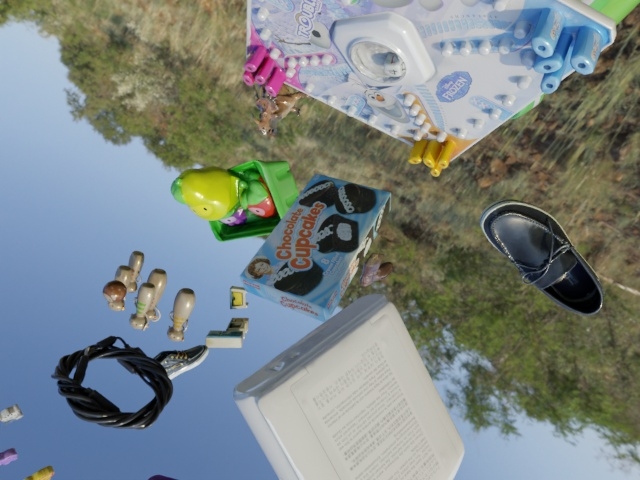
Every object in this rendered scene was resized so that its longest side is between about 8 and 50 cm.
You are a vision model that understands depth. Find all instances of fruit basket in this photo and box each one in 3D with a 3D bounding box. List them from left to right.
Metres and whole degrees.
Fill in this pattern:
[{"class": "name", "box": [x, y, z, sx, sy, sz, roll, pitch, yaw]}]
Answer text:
[{"class": "fruit basket", "box": [-0.300, -0.131, 1.528, 0.392, 0.393, 0.282, -116, 6, -77]}]

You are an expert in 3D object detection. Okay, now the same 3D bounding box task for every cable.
[{"class": "cable", "box": [-0.320, 0.221, 0.718, 0.184, 0.047, 0.151, 38, -158, 26]}]

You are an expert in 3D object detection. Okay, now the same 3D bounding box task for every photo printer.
[{"class": "photo printer", "box": [0.058, 0.267, 0.642, 0.107, 0.256, 0.307, -13, 107, 62]}]

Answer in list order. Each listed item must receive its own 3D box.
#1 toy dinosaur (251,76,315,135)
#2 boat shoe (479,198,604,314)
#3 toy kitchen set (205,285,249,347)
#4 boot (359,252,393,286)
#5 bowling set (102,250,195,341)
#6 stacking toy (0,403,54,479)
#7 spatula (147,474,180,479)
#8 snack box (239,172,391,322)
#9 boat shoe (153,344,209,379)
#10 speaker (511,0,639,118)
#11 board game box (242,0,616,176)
[{"class": "toy dinosaur", "box": [-0.152, -0.475, 1.477, 0.201, 0.127, 0.295, -4, -130, -31]}, {"class": "boat shoe", "box": [0.697, 0.055, 1.422, 0.500, 0.187, 0.156, 40, -153, -15]}, {"class": "toy kitchen set", "box": [-0.328, 0.266, 1.640, 0.122, 0.165, 0.207, 0, -172, -2]}, {"class": "boot", "box": [0.141, 0.056, 1.101, 0.037, 0.106, 0.114, 45, 154, 26]}, {"class": "bowling set", "box": [-0.489, 0.153, 1.197, 0.287, 0.154, 0.200, 30, -161, 30]}, {"class": "stacking toy", "box": [-0.666, 0.450, 0.897, 0.167, 0.221, 0.052, 51, 147, 19]}, {"class": "spatula", "box": [-0.336, 0.715, 1.245, 0.297, 0.030, 0.084, 31, -160, -11]}, {"class": "snack box", "box": [0.000, 0.000, 0.956, 0.187, 0.321, 0.060, 18, 144, 22]}, {"class": "boat shoe", "box": [-0.450, 0.375, 1.474, 0.065, 0.183, 0.083, 31, 145, 49]}, {"class": "speaker", "box": [0.360, -0.324, 0.688, 0.131, 0.296, 0.131, 45, -179, -1]}, {"class": "board game box", "box": [0.076, -0.235, 0.608, 0.390, 0.050, 0.390, 25, 168, -5]}]
